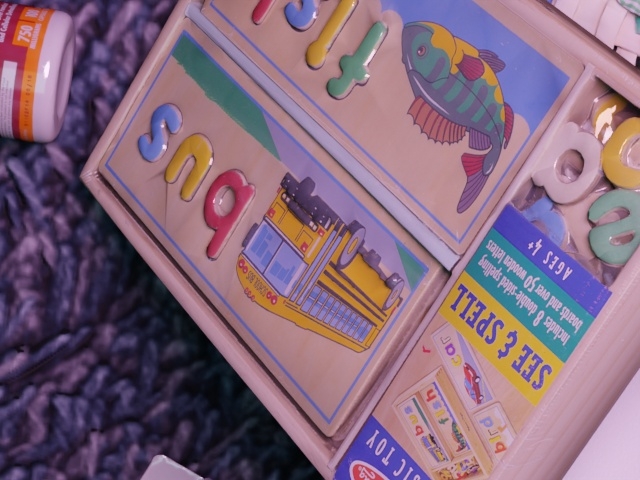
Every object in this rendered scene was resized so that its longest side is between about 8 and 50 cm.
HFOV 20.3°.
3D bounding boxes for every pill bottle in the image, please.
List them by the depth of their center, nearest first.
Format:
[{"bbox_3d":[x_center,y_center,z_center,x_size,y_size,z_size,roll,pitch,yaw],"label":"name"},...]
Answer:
[{"bbox_3d":[-0.236,-0.113,1.126,0.152,0.086,0.086,9,107,-2],"label":"pill bottle"}]

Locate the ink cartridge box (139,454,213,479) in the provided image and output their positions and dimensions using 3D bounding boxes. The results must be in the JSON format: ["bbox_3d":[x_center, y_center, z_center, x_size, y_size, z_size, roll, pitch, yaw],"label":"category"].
[{"bbox_3d":[-0.063,0.241,1.245,0.181,0.061,0.104,30,105,-7],"label":"ink cartridge box"}]

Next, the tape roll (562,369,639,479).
[{"bbox_3d":[0.108,0.128,1.090,0.100,0.286,0.286,34,105,-8],"label":"tape roll"}]

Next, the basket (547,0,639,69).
[{"bbox_3d":[0.192,-0.219,1.039,0.289,0.201,0.254,33,110,28],"label":"basket"}]

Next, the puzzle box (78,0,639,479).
[{"bbox_3d":[0.028,-0.035,1.003,0.052,0.409,0.272,16,111,-44],"label":"puzzle box"}]
